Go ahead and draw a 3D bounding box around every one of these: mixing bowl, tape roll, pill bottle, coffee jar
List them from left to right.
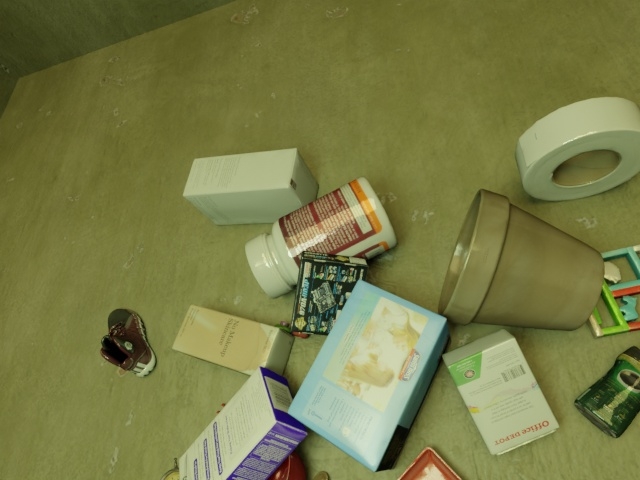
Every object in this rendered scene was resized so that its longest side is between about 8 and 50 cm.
[{"bbox_3d":[-0.100,0.571,0.979,0.181,0.098,0.181,-36,33,28],"label":"mixing bowl"},{"bbox_3d":[0.000,0.000,1.180,0.392,0.224,0.224,-26,58,6],"label":"pill bottle"},{"bbox_3d":[0.640,-0.214,1.013,0.286,0.286,0.100,-8,62,16],"label":"tape roll"},{"bbox_3d":[0.637,0.315,0.862,0.184,0.079,0.096,-42,50,-3],"label":"coffee jar"}]

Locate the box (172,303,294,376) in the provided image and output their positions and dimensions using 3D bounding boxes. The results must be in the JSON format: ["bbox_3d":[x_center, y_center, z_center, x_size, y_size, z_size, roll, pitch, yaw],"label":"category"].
[{"bbox_3d":[-0.249,0.296,1.180,0.311,0.121,0.148,8,67,24],"label":"box"}]

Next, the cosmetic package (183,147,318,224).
[{"bbox_3d":[-0.223,-0.167,1.356,0.384,0.217,0.156,-2,64,18],"label":"cosmetic package"}]

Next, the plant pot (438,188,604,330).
[{"bbox_3d":[0.454,0.070,0.941,0.280,0.323,0.323,17,71,14],"label":"plant pot"}]

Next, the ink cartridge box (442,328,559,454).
[{"bbox_3d":[0.386,0.326,0.892,0.154,0.093,0.213,-27,87,7],"label":"ink cartridge box"}]

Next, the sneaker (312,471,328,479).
[{"bbox_3d":[-0.004,0.622,0.974,0.042,0.067,0.118,-2,33,22],"label":"sneaker"}]

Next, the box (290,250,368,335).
[{"bbox_3d":[0.021,0.147,1.085,0.175,0.051,0.220,7,109,-5],"label":"box"}]

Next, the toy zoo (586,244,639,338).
[{"bbox_3d":[0.757,0.104,0.955,0.293,0.030,0.192,-15,60,13],"label":"toy zoo"}]

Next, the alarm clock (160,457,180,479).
[{"bbox_3d":[-0.348,0.671,1.052,0.192,0.064,0.129,31,84,37],"label":"alarm clock"}]

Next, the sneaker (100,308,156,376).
[{"bbox_3d":[-0.638,0.300,1.299,0.106,0.162,0.281,-45,58,-6],"label":"sneaker"}]

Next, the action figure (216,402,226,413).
[{"bbox_3d":[-0.239,0.497,1.130,0.115,0.030,0.038,26,71,27],"label":"action figure"}]

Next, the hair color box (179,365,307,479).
[{"bbox_3d":[-0.197,0.500,0.989,0.339,0.110,0.185,-48,30,6],"label":"hair color box"}]

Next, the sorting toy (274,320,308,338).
[{"bbox_3d":[-0.079,0.249,1.178,0.101,0.061,0.042,18,70,3],"label":"sorting toy"}]

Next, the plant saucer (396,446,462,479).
[{"bbox_3d":[0.244,0.634,0.866,0.258,0.048,0.259,-46,57,-6],"label":"plant saucer"}]

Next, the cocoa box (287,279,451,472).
[{"bbox_3d":[0.130,0.314,0.965,0.231,0.228,0.347,22,74,28],"label":"cocoa box"}]
